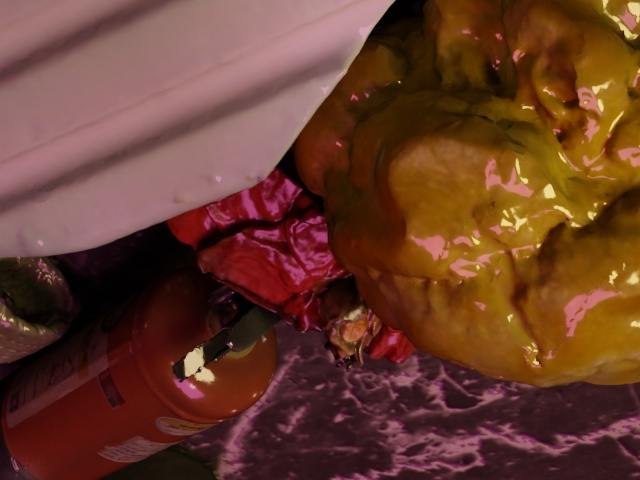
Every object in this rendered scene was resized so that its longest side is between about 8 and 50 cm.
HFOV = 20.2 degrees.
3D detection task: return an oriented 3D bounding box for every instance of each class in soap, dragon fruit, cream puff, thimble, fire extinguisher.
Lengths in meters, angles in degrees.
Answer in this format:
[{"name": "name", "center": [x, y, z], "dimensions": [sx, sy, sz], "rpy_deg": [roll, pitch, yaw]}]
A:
[{"name": "soap", "center": [-0.148, -0.139, 1.036], "dimensions": [0.446, 0.156, 0.261], "rpy_deg": [-22, 113, 26]}, {"name": "dragon fruit", "center": [-0.014, 0.015, 1.203], "dimensions": [0.192, 0.122, 0.092], "rpy_deg": [43, 99, 2]}, {"name": "cream puff", "center": [0.154, -0.085, 1.063], "dimensions": [0.324, 0.291, 0.257], "rpy_deg": [15, 119, 14]}, {"name": "thimble", "center": [-0.238, 0.046, 1.368], "dimensions": [0.062, 0.084, 0.110], "rpy_deg": [-26, 145, 32]}, {"name": "fire extinguisher", "center": [-0.118, 0.081, 1.366], "dimensions": [0.113, 0.200, 0.376], "rpy_deg": [43, 141, -15]}]

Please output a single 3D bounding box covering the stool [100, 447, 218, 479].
[{"name": "stool", "center": [-0.178, 0.284, 1.610], "dimensions": [0.153, 0.139, 0.228], "rpy_deg": [28, 131, -26]}]
